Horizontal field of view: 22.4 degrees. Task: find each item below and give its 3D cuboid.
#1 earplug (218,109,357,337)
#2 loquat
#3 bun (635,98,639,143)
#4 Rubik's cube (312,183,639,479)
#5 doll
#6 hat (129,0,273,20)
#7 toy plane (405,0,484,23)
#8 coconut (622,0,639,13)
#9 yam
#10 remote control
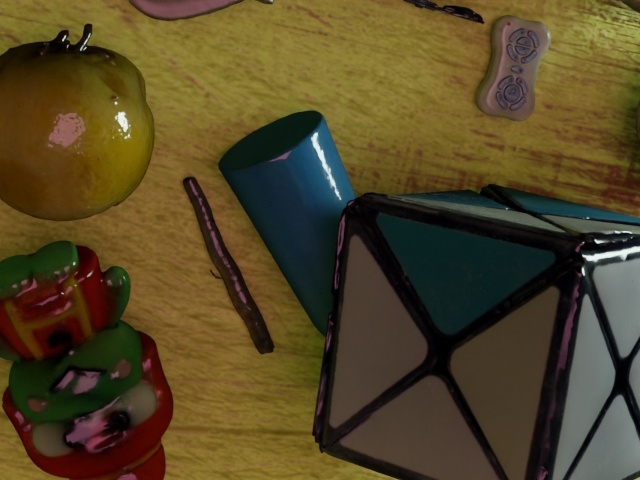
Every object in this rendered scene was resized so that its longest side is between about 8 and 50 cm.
[{"bbox_3d":[0.000,0.000,1.868,0.132,0.132,0.273,-30,111,-8],"label":"earplug"},{"bbox_3d":[-0.279,-0.124,1.721,0.213,0.213,0.213,-3,102,-14],"label":"loquat"},{"bbox_3d":[0.499,-0.139,1.953,0.272,0.168,0.273,-1,92,-24],"label":"bun"},{"bbox_3d":[0.201,0.106,1.795,0.307,0.305,0.310,-7,109,-53],"label":"Rubik's cube"},{"bbox_3d":[-0.260,0.174,1.811,0.182,0.160,0.363,-23,108,-9],"label":"doll"},{"bbox_3d":[-0.138,-0.337,1.787,0.173,0.166,0.144,8,63,14],"label":"hat"},{"bbox_3d":[0.111,-0.310,1.871,0.197,0.053,0.078,11,107,-21],"label":"toy plane"},{"bbox_3d":[0.410,-0.339,1.881,0.194,0.194,0.194,-3,102,-14],"label":"coconut"},{"bbox_3d":[-0.111,0.031,1.894,0.027,0.029,0.234,-35,108,-34],"label":"yam"},{"bbox_3d":[0.231,-0.206,1.933,0.074,0.032,0.122,9,98,-16],"label":"remote control"}]
